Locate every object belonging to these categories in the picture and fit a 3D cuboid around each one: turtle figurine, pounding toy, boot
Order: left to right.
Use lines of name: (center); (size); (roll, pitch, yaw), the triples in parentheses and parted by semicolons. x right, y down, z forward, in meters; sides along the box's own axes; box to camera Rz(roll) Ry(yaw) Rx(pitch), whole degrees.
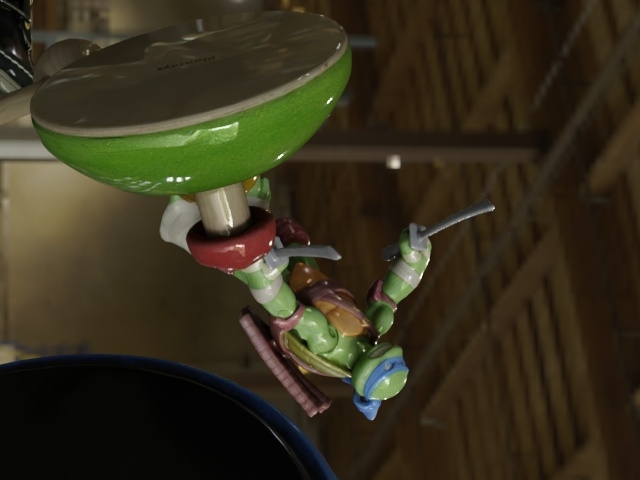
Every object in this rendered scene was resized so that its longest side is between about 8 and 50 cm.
boot: (-0.230, -0.214, 1.305); (0.178, 0.085, 0.236); (-45, -142, 2)
pounding toy: (-0.087, -0.049, 0.967); (0.183, 0.236, 0.110); (-48, 131, -53)
turtle figurine: (0.000, 0.000, 1.508); (0.266, 0.197, 0.275); (35, -33, 32)

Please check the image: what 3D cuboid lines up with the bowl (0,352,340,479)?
bowl: (-0.156, 0.203, 0.839); (0.391, 0.391, 0.077); (-108, -176, -52)
